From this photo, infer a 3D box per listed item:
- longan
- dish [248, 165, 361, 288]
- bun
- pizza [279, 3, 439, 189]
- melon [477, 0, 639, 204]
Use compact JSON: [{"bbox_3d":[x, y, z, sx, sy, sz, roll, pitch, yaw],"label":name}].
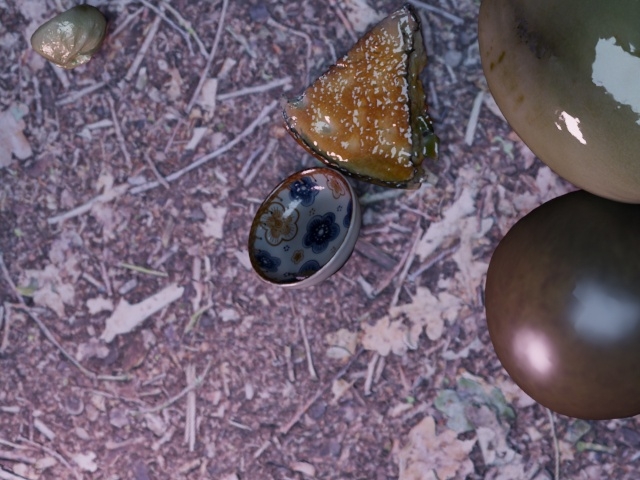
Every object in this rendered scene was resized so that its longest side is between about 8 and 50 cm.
[{"bbox_3d":[0.289,0.060,1.639,0.248,0.248,0.248,2,99,10],"label":"longan"},{"bbox_3d":[0.000,0.000,1.757,0.141,0.078,0.141,-21,52,30],"label":"dish"},{"bbox_3d":[-0.266,-0.215,1.766,0.086,0.086,0.055,-28,87,13],"label":"bun"},{"bbox_3d":[0.060,-0.159,1.732,0.185,0.052,0.195,27,107,12],"label":"pizza"},{"bbox_3d":[0.286,-0.184,1.576,0.308,0.272,0.272,42,105,29],"label":"melon"}]
